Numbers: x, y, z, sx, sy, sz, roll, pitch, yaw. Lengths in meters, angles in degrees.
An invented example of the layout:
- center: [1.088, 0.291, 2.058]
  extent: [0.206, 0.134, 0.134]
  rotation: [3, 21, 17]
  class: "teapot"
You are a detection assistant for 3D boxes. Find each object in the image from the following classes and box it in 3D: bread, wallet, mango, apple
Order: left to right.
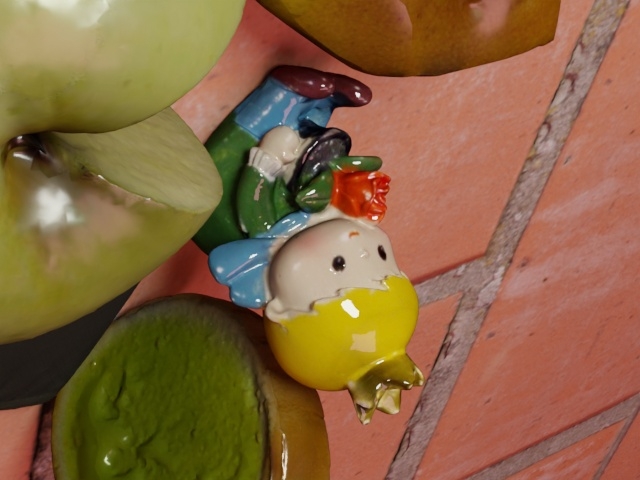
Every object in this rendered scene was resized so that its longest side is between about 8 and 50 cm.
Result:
- center: [-0.173, -0.099, 0.736]
  extent: [0.292, 0.254, 0.292]
  rotation: [-28, 144, -22]
  class: "apple"
- center: [-0.204, 0.041, 1.102]
  extent: [0.168, 0.052, 0.245]
  rotation: [-1, 137, -49]
  class: "wallet"
- center: [-0.103, 0.153, 1.179]
  extent: [0.236, 0.236, 0.070]
  rotation: [-46, 146, 10]
  class: "bread"
- center: [0.052, -0.205, 0.983]
  extent: [0.236, 0.136, 0.166]
  rotation: [-18, 130, -26]
  class: "mango"

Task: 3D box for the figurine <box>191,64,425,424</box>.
- center: [0.011, 0.000, 1.104]
  extent: [0.185, 0.234, 0.127]
  rotation: [-49, 146, 14]
  class: "figurine"
